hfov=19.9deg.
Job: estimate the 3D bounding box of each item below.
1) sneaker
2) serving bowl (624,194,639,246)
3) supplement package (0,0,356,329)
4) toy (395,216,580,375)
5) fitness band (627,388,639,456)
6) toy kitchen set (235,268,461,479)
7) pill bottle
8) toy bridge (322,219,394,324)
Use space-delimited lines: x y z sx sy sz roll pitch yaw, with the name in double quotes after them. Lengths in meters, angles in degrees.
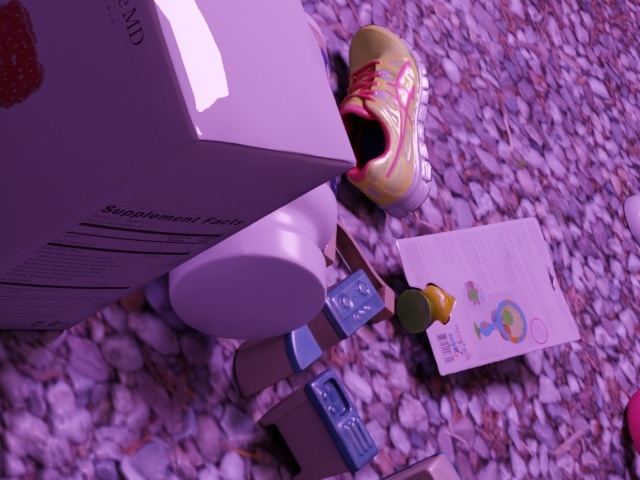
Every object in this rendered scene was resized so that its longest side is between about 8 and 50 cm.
0.053 -0.130 1.796 0.094 0.081 0.208 21 50 -43 "sneaker"
0.412 -0.022 2.270 0.083 0.027 0.083 35 41 -37 "serving bowl"
-0.157 -0.074 1.251 0.175 0.293 0.178 5 61 -54 "supplement package"
0.155 0.058 1.818 0.237 0.056 0.137 -8 76 -51 "toy"
0.445 0.281 2.034 0.291 0.054 0.209 47 32 -6 "fitness band"
0.050 0.137 1.542 0.207 0.122 0.166 60 32 -2 "toy kitchen set"
-0.063 -0.061 1.507 0.153 0.153 0.265 30 43 -40 "pill bottle"
0.000 0.000 1.670 0.188 0.026 0.063 41 35 -30 "toy bridge"
